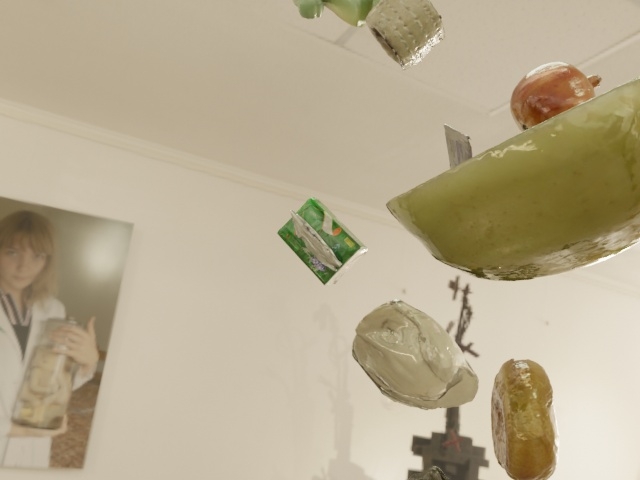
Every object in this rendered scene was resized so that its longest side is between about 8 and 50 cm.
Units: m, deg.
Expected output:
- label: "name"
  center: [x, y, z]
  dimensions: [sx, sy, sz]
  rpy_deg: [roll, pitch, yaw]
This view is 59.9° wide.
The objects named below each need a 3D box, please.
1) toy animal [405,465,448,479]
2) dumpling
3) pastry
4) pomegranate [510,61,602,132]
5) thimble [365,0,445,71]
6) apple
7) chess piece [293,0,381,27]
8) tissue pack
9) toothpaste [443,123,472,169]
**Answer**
- label: "toy animal"
  center: [0.270, 0.650, 1.479]
  dimensions: [0.135, 0.065, 0.047]
  rpy_deg: [-36, -10, 21]
- label: "dumpling"
  center: [0.211, 0.299, 1.376]
  dimensions: [0.260, 0.181, 0.341]
  rpy_deg: [-32, -43, 31]
- label: "pastry"
  center: [0.585, 0.511, 1.596]
  dimensions: [0.163, 0.356, 0.356]
  rpy_deg: [2, -16, 10]
- label: "pomegranate"
  center: [0.742, -0.433, 1.733]
  dimensions: [0.270, 0.252, 0.229]
  rpy_deg: [-37, -46, 6]
- label: "thimble"
  center: [0.133, -0.339, 0.883]
  dimensions: [0.115, 0.090, 0.102]
  rpy_deg: [42, 10, -33]
- label: "apple"
  center: [0.288, -0.089, 0.755]
  dimensions: [0.360, 0.312, 0.320]
  rpy_deg: [-27, -52, 25]
- label: "chess piece"
  center: [0.062, -0.535, 1.221]
  dimensions: [0.298, 0.176, 0.176]
  rpy_deg: [12, -14, 9]
- label: "tissue pack"
  center: [-0.002, 0.000, 1.528]
  dimensions: [0.209, 0.148, 0.156]
  rpy_deg: [47, 11, 14]
- label: "toothpaste"
  center: [0.420, -0.211, 1.653]
  dimensions: [0.099, 0.068, 0.282]
  rpy_deg: [13, -37, 33]
